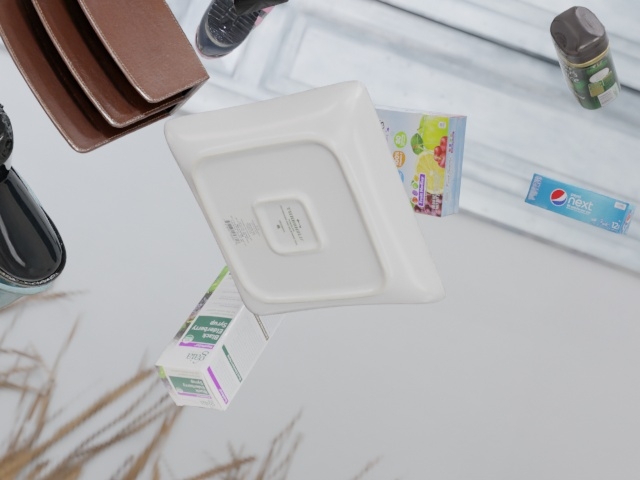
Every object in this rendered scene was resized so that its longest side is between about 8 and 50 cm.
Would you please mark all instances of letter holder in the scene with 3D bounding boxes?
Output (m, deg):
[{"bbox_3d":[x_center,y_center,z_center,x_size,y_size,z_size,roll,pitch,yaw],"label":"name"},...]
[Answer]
[{"bbox_3d":[-0.355,-0.316,1.760,0.214,0.302,0.152,-30,180,-33],"label":"letter holder"}]

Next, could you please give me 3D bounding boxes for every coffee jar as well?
[{"bbox_3d":[0.431,-0.297,1.848,0.096,0.079,0.184,63,7,32],"label":"coffee jar"}]

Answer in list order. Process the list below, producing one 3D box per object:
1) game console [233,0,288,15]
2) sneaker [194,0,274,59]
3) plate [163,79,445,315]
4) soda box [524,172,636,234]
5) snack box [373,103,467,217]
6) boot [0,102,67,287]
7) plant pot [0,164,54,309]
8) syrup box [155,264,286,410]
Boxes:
[{"bbox_3d":[0.009,-0.500,1.914,0.361,0.044,0.213,-25,160,-33],"label":"game console"},{"bbox_3d":[-0.138,-0.468,2.157,0.319,0.112,0.131,-51,-169,-29],"label":"sneaker"},{"bbox_3d":[-0.028,-0.026,1.273,0.045,0.278,0.277,-52,126,-47],"label":"plate"},{"bbox_3d":[0.536,-0.076,2.342,0.071,0.210,0.067,2,108,-62],"label":"soda box"},{"bbox_3d":[0.144,-0.143,1.983,0.070,0.207,0.174,-13,110,-52],"label":"snack box"},{"bbox_3d":[-0.365,-0.063,1.252,0.094,0.246,0.207,-36,-177,-20],"label":"boot"},{"bbox_3d":[-0.656,0.033,1.802,0.334,0.341,0.341,-36,-171,16],"label":"plant pot"},{"bbox_3d":[-0.150,0.150,1.785,0.237,0.093,0.096,-56,136,-41],"label":"syrup box"}]
